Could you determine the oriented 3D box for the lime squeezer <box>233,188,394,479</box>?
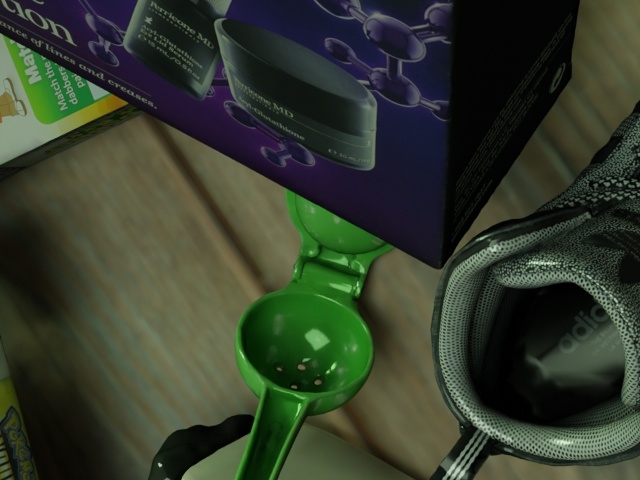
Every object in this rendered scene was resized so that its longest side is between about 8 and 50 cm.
[{"bbox_3d":[0.000,0.000,0.645,0.059,0.110,0.310,14,74,19],"label":"lime squeezer"}]

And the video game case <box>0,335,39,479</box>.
[{"bbox_3d":[-0.222,0.122,0.758,0.275,0.035,0.248,-11,96,42],"label":"video game case"}]

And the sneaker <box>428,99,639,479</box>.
[{"bbox_3d":[0.130,-0.015,0.554,0.101,0.153,0.268,39,112,12],"label":"sneaker"}]

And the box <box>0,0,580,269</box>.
[{"bbox_3d":[-0.047,-0.124,0.528,0.261,0.184,0.103,28,65,17],"label":"box"}]

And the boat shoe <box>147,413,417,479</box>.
[{"bbox_3d":[0.065,0.211,0.653,0.340,0.127,0.158,29,116,25],"label":"boat shoe"}]

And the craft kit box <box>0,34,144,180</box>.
[{"bbox_3d":[-0.136,-0.162,0.698,0.246,0.061,0.250,-21,91,23],"label":"craft kit box"}]
